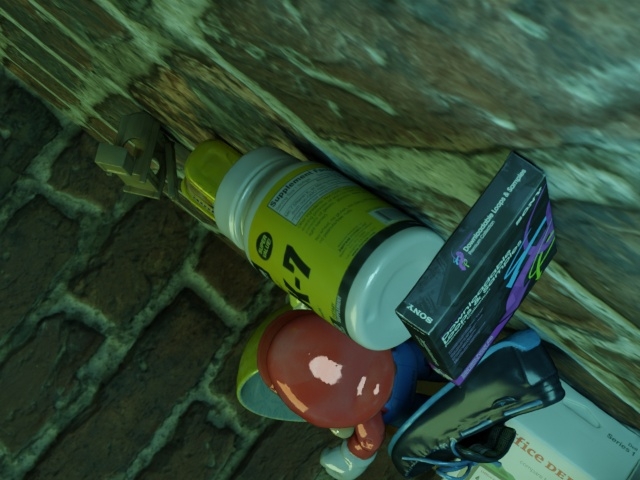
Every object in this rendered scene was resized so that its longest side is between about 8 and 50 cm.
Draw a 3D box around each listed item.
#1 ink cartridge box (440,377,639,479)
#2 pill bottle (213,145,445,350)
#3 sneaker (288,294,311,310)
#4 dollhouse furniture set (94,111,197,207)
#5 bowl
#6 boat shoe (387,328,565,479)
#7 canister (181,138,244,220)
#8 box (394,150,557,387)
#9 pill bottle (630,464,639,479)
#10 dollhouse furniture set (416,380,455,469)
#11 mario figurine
[{"bbox_3d":[0.224,0.261,1.482,0.160,0.092,0.219,36,133,12],"label":"ink cartridge box"},{"bbox_3d":[0.005,0.001,1.242,0.208,0.119,0.119,34,173,38],"label":"pill bottle"},{"bbox_3d":[0.000,0.000,1.575,0.240,0.091,0.126,-85,-19,-79],"label":"sneaker"},{"bbox_3d":[-0.213,-0.121,1.961,0.161,0.101,0.182,12,170,7],"label":"dollhouse furniture set"},{"bbox_3d":[0.011,0.153,2.081,0.289,0.289,0.156,47,-149,-57],"label":"bowl"},{"bbox_3d":[0.146,0.186,1.352,0.089,0.109,0.258,55,147,15],"label":"boat shoe"},{"bbox_3d":[-0.112,-0.063,1.712,0.126,0.073,0.170,38,173,0],"label":"canister"},{"bbox_3d":[0.100,0.023,0.841,0.029,0.116,0.162,34,174,21],"label":"box"},{"bbox_3d":[0.390,0.357,1.627,0.245,0.130,0.130,41,174,-32],"label":"pill bottle"},{"bbox_3d":[0.200,0.247,1.882,0.123,0.144,0.151,-156,51,-66],"label":"dollhouse furniture set"},{"bbox_3d":[0.026,0.132,1.446,0.320,0.170,0.198,24,-141,-60],"label":"mario figurine"}]
